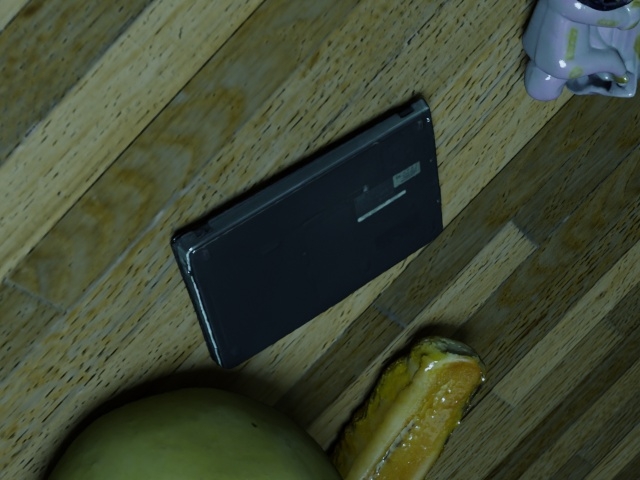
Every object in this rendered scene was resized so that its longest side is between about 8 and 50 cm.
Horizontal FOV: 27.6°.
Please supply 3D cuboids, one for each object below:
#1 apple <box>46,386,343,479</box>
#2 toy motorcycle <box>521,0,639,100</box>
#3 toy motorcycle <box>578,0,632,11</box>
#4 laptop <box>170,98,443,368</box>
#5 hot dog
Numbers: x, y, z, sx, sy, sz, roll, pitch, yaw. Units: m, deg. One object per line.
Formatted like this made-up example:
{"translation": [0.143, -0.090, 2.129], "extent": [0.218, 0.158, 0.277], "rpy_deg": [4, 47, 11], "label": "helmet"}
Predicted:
{"translation": [-0.083, 0.240, 0.931], "extent": [0.262, 0.262, 0.262], "rpy_deg": [-24, 139, -23], "label": "apple"}
{"translation": [0.198, -0.164, 0.915], "extent": [0.152, 0.073, 0.225], "rpy_deg": [-40, 143, 2], "label": "toy motorcycle"}
{"translation": [0.176, -0.293, 0.703], "extent": [0.212, 0.125, 0.358], "rpy_deg": [-41, 134, -6], "label": "toy motorcycle"}
{"translation": [0.000, 0.000, 0.934], "extent": [0.207, 0.026, 0.154], "rpy_deg": [-31, 141, -16], "label": "laptop"}
{"translation": [0.044, 0.195, 1.134], "extent": [0.083, 0.068, 0.289], "rpy_deg": [21, 117, -25], "label": "hot dog"}
